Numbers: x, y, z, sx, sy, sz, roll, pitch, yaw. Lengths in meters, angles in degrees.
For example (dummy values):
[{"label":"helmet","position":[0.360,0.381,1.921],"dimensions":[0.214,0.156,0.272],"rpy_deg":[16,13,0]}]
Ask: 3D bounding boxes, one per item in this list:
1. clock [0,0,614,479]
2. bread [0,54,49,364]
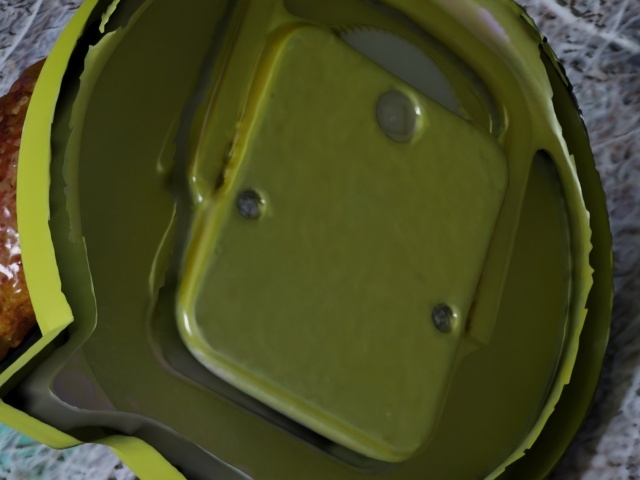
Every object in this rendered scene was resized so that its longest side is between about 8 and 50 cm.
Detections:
[{"label":"clock","position":[-0.002,0.000,0.820],"dimensions":[0.071,0.277,0.293],"rpy_deg":[-21,37,55]},{"label":"bread","position":[-0.177,-0.011,1.095],"dimensions":[0.269,0.095,0.139],"rpy_deg":[-47,31,-14]}]
